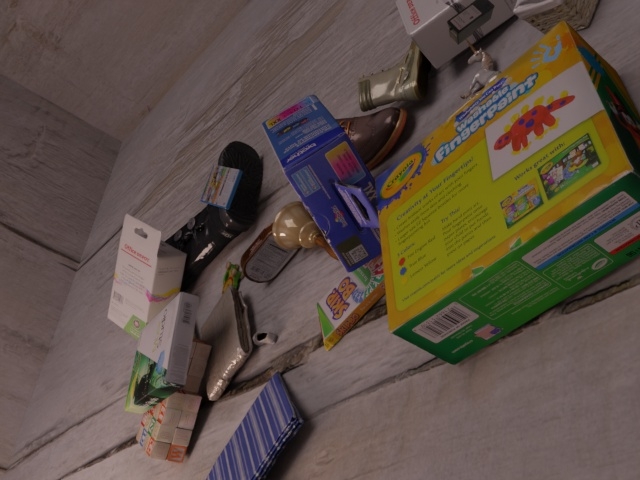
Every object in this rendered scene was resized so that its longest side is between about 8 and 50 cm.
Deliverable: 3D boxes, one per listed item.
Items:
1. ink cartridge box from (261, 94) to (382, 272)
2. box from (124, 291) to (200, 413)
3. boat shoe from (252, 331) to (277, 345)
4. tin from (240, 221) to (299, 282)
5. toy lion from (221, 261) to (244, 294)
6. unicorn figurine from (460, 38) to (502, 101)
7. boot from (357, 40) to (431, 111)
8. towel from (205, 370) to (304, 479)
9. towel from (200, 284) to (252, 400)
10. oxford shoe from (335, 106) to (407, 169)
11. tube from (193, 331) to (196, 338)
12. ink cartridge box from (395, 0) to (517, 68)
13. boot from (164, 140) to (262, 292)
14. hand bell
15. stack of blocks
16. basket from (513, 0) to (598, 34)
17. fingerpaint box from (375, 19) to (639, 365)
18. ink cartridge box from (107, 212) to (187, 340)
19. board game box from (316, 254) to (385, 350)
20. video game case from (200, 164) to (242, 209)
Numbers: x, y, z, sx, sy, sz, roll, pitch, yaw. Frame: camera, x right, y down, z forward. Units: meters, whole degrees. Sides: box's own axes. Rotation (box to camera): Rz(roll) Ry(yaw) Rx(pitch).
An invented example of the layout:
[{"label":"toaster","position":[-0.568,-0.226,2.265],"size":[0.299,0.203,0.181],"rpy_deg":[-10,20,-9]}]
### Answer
[{"label":"ink cartridge box","position":[0.027,-0.118,1.539],"size":[0.151,0.270,0.395],"rpy_deg":[-31,26,5]},{"label":"box","position":[-0.405,0.292,1.878],"size":[0.322,0.058,0.232],"rpy_deg":[-40,38,51]},{"label":"boat shoe","position":[-0.144,0.235,1.800],"size":[0.100,0.035,0.035],"rpy_deg":[-7,58,57]},{"label":"tin","position":[-0.125,0.032,1.891],"size":[0.190,0.106,0.040],"rpy_deg":[-50,37,21]},{"label":"toy lion","position":[-0.257,0.119,2.110],"size":[0.096,0.034,0.100],"rpy_deg":[-65,27,7]},{"label":"unicorn figurine","position":[0.337,-0.334,1.530],"size":[0.111,0.060,0.162],"rpy_deg":[-56,44,7]},{"label":"boot","position":[0.175,-0.396,1.761],"size":[0.165,0.077,0.213],"rpy_deg":[-11,45,27]},{"label":"towel","position":[-0.154,0.466,1.583],"size":[0.336,0.040,0.243],"rpy_deg":[-57,19,3]},{"label":"towel","position":[-0.247,0.260,1.923],"size":[0.187,0.049,0.282],"rpy_deg":[-56,28,25]},{"label":"oxford shoe","position":[0.060,-0.241,1.809],"size":[0.363,0.132,0.130],"rpy_deg":[-26,42,47]},{"label":"tube","position":[-0.405,0.265,2.189],"size":[0.070,0.062,0.240],"rpy_deg":[-24,23,-6]},{"label":"ink cartridge box","position":[0.318,-0.537,1.629],"size":[0.272,0.115,0.198],"rpy_deg":[-33,37,21]},{"label":"boot","position":[-0.371,-0.067,2.376],"size":[0.445,0.146,0.367],"rpy_deg":[-43,30,38]},{"label":"hand bell","position":[0.000,0.000,1.739],"size":[0.242,0.126,0.126],"rpy_deg":[29,89,51]},{"label":"stack of blocks","position":[-0.374,0.399,1.913],"size":[0.171,0.087,0.297],"rpy_deg":[4,76,65]},{"label":"basket","position":[0.461,-0.482,1.403],"size":[0.113,0.103,0.167],"rpy_deg":[3,65,60]},{"label":"fingerpaint box","position":[0.305,-0.070,1.205],"size":[0.445,0.163,0.371],"rpy_deg":[-40,34,33]},{"label":"ink cartridge box","position":[-0.531,0.109,2.287],"size":[0.207,0.119,0.354],"rpy_deg":[25,108,38]},{"label":"board game box","position":[0.075,0.108,1.562],"size":[0.259,0.039,0.124],"rpy_deg":[-51,27,23]},{"label":"video game case","position":[-0.291,-0.158,2.172],"size":[0.166,0.015,0.119],"rpy_deg":[17,86,54]}]
